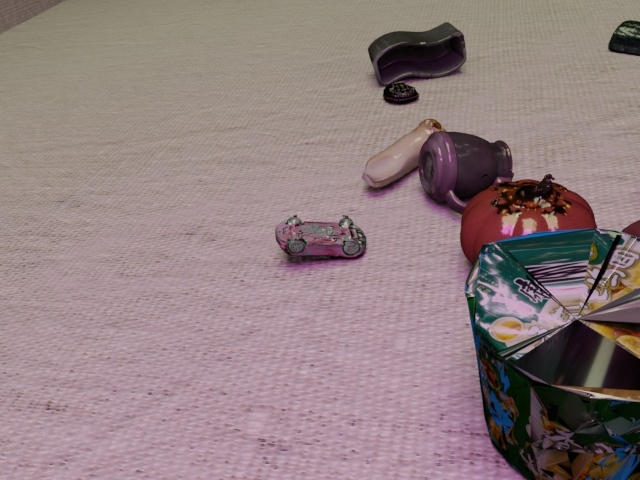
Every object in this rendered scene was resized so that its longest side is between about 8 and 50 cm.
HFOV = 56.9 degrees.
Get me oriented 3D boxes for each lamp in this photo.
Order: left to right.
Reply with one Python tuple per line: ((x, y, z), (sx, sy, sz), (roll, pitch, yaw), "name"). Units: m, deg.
((0.280, -0.020, 0.802), (0.182, 0.140, 0.182), (-7, 31, 5), "lamp")

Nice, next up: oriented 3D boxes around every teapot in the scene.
((0.249, -0.118, 0.972), (0.146, 0.116, 0.148), (-4, 30, -11), "teapot")

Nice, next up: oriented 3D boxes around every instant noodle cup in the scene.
((0.255, 0.123, 0.573), (0.240, 0.178, 0.240), (-6, 35, 4), "instant noodle cup")

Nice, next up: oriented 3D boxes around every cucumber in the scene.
((0.779, -0.492, 1.421), (0.116, 0.062, 0.115), (-34, 46, -29), "cucumber")

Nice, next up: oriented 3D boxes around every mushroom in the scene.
((0.154, -0.152, 1.079), (0.209, 0.071, 0.084), (-34, 74, -26), "mushroom")

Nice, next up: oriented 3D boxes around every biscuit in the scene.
((0.187, -0.344, 1.369), (0.087, 0.027, 0.089), (2, 37, 17), "biscuit")

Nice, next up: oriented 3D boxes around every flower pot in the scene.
((0.234, -0.460, 1.458), (0.229, 0.103, 0.108), (-10, 35, 1), "flower pot")

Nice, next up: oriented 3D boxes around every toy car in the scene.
((0.000, 0.000, 0.908), (0.142, 0.055, 0.069), (2, 35, -9), "toy car")

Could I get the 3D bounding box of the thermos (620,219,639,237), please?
((0.514, 0.050, 0.677), (0.136, 0.109, 0.330), (-32, 41, -28), "thermos")
